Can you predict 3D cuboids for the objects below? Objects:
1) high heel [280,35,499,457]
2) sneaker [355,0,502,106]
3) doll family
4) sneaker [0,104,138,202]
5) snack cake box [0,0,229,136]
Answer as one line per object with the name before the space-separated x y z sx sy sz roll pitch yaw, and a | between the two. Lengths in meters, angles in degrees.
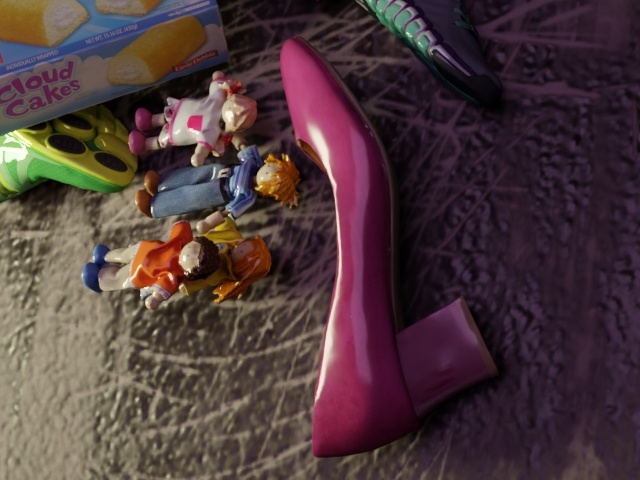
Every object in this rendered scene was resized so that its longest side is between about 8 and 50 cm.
high heel | 0.000 0.000 1.235 0.181 0.127 0.377 -27 70 3
sneaker | 0.109 -0.222 1.281 0.098 0.083 0.224 -43 63 2
doll family | -0.106 -0.030 1.321 0.163 0.118 0.263 -6 56 29
sneaker | -0.325 -0.095 1.433 0.295 0.123 0.109 12 39 13
snack cake box | -0.240 -0.218 1.368 0.264 0.089 0.152 -20 60 -6
